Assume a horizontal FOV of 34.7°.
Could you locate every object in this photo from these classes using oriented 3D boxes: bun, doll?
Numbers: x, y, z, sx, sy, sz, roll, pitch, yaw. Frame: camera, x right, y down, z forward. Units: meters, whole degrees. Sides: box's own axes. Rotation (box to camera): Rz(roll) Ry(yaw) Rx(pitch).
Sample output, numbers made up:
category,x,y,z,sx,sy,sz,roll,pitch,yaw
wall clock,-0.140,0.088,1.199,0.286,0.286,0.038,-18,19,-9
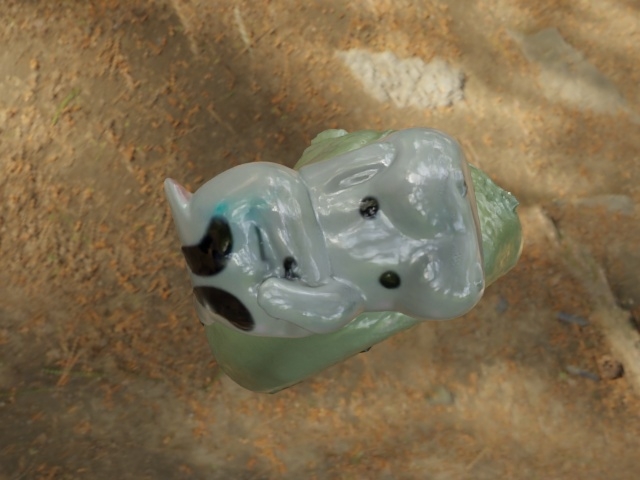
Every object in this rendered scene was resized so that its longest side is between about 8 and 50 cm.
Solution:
category,x,y,z,sx,sy,sz,roll,pitch,yaw
bun,0.019,0.002,0.842,0.283,0.283,0.179,-24,83,-39
doll,0.007,-0.001,0.579,0.181,0.107,0.110,-12,106,0
